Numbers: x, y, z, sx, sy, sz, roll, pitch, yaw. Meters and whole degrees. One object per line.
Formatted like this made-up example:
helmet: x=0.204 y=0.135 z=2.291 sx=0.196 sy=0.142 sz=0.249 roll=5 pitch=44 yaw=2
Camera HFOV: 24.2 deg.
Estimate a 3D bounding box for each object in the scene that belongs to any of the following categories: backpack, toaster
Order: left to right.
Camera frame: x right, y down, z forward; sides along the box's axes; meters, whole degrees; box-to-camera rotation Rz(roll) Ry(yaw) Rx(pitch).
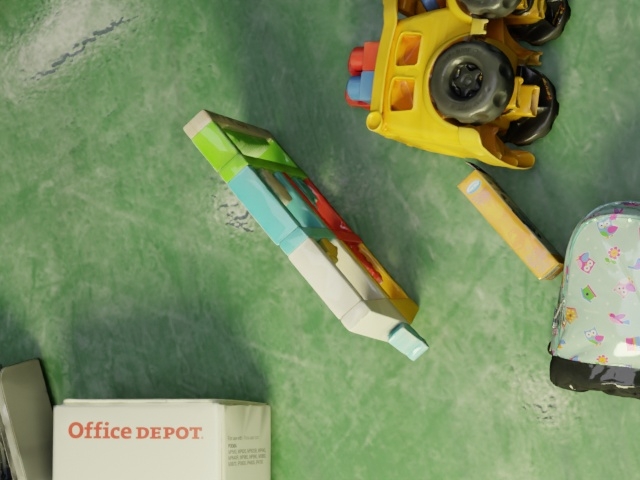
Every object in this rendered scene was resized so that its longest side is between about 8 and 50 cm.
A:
toaster: x=-0.365 y=0.229 z=1.569 sx=0.168 sy=0.110 sz=0.185 roll=-17 pitch=83 yaw=16
backpack: x=0.287 y=0.053 z=1.381 sx=0.152 sy=0.115 sz=0.182 roll=6 pitch=94 yaw=14

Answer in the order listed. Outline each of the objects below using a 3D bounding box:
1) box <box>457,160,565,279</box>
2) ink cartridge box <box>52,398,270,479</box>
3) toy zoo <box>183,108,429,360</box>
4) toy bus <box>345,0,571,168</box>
box: x=0.181 y=-0.020 z=1.435 sx=0.028 sy=0.081 sz=0.136 roll=-44 pitch=77 yaw=11
ink cartridge box: x=-0.158 y=0.294 z=1.484 sx=0.197 sy=0.114 sz=0.272 roll=-3 pitch=84 yaw=24
toy zoo: x=0.000 y=0.000 z=1.430 sx=0.030 sy=0.192 sz=0.293 roll=-42 pitch=78 yaw=11
toy bus: x=0.118 y=-0.188 z=1.442 sx=0.211 sy=0.149 sz=0.220 roll=8 pitch=88 yaw=32
